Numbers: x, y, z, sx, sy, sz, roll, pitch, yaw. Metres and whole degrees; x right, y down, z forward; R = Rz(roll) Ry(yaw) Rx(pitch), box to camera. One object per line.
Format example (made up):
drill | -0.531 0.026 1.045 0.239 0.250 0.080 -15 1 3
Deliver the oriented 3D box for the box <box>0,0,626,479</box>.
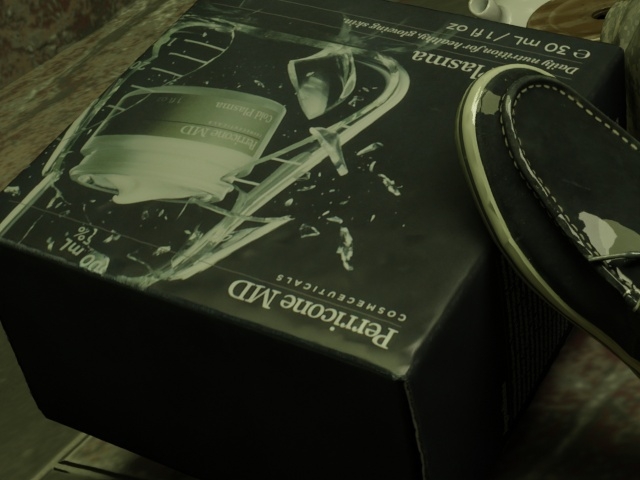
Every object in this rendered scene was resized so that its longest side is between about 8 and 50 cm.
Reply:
box | 0.000 0.000 1.374 0.480 0.297 0.471 16 50 27

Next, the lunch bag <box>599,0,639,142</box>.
lunch bag | 0.398 -0.161 1.335 0.213 0.256 0.305 -33 1 0

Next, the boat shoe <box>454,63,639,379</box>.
boat shoe | 0.306 0.038 1.104 0.187 0.500 0.156 -32 -12 -33

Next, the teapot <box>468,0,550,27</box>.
teapot | 0.329 -0.239 1.841 0.256 0.252 0.187 -21 8 -13

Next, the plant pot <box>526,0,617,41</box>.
plant pot | 0.367 -0.150 1.629 0.323 0.280 0.323 -12 28 7
